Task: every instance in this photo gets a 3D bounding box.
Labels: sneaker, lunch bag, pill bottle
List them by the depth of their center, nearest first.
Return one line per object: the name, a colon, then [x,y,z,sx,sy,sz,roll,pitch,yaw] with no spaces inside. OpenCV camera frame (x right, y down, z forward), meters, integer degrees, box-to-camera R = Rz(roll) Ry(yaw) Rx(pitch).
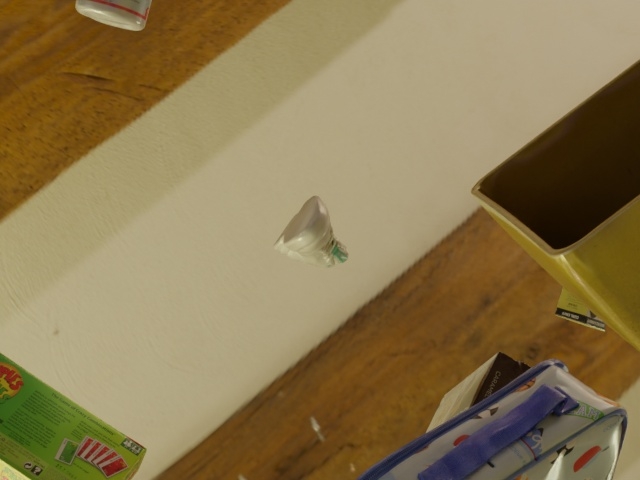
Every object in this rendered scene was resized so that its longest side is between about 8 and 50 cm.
lunch bag: [0.154,0.248,0.941,0.303,0.115,0.243,-27,-47,-26]
pill bottle: [-0.238,-0.345,1.226,0.087,0.087,0.160,15,-88,-28]
sneaker: [0.000,0.000,1.363,0.094,0.212,0.080,35,-99,-4]

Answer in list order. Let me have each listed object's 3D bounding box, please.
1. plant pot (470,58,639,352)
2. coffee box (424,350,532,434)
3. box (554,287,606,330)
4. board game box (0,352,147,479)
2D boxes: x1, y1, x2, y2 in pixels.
plant pot: [0.251,-0.007,0.622,0.212,0.212,0.187,-38,-77,5]
coffee box: [0.240,0.279,1.515,0.098,0.246,0.141,30,-116,1]
box: [0.448,0.023,1.602,0.087,0.058,0.232,20,-93,-48]
board game box: [-0.264,0.186,0.931,0.181,0.092,0.043,32,-48,5]
